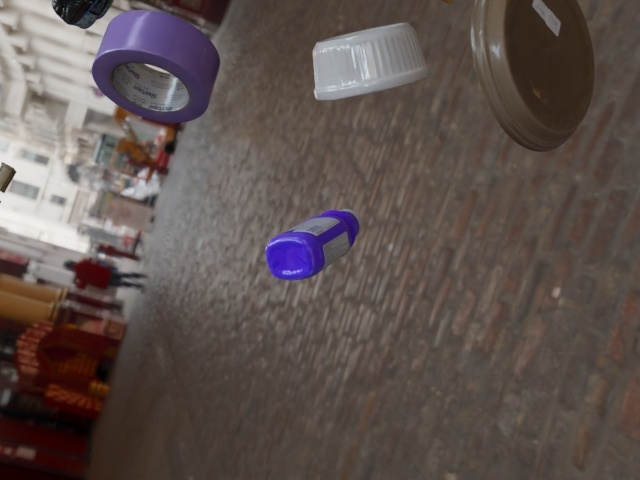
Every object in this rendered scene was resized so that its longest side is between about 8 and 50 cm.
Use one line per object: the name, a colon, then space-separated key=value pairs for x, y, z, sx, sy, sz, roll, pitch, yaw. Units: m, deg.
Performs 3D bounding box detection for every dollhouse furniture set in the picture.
dollhouse furniture set: x=-0.757 y=-0.088 z=1.935 sx=0.181 sy=0.101 sz=0.161 roll=-64 pitch=5 yaw=-13

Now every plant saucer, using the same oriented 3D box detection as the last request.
plant saucer: x=0.310 y=-0.264 z=1.233 sx=0.041 sy=0.278 sz=0.277 roll=-7 pitch=64 yaw=47

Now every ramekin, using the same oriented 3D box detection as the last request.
ramekin: x=0.106 y=-0.408 z=1.976 sx=0.273 sy=0.273 sz=0.127 roll=-133 pitch=29 yaw=-74

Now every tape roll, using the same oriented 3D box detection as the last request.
tape roll: x=-0.260 y=-0.273 z=1.391 sx=0.189 sy=0.189 sz=0.080 roll=133 pitch=152 yaw=-60

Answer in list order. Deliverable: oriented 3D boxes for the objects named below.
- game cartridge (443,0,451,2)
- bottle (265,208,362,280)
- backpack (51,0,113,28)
game cartridge: x=0.170 y=-0.702 z=1.946 sx=0.053 sy=0.324 sz=0.285 roll=-32 pitch=60 yaw=34
bottle: x=0.000 y=0.000 z=1.748 sx=0.283 sy=0.118 sz=0.092 roll=-31 pitch=-67 yaw=-61
backpack: x=-0.501 y=-0.509 z=1.853 sx=0.114 sy=0.105 sz=0.084 roll=-47 pitch=-15 yaw=16
